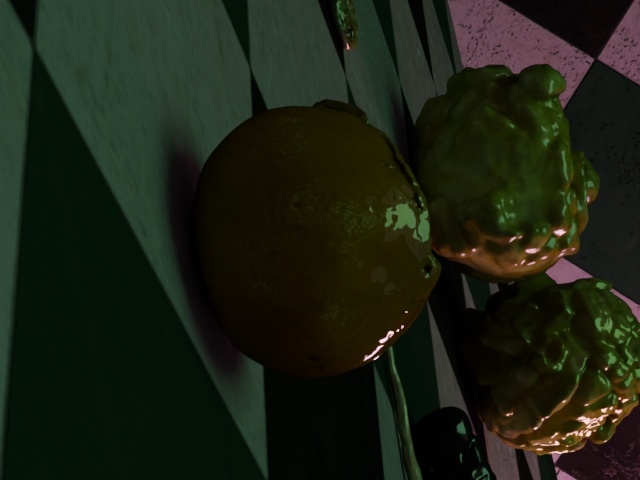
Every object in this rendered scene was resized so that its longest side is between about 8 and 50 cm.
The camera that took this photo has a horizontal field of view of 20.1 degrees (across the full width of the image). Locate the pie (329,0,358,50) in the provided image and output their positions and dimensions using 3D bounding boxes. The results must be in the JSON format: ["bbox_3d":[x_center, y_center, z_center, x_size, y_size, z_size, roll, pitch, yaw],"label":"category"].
[{"bbox_3d":[0.021,-0.230,1.783,0.085,0.017,0.085,-12,90,-79],"label":"pie"}]

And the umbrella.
[{"bbox_3d":[0.161,0.323,1.708,0.113,0.106,0.358,-104,172,-76],"label":"umbrella"}]

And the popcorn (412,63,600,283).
[{"bbox_3d":[0.219,-0.080,2.134,0.242,0.235,0.250,156,-58,-76],"label":"popcorn"}]

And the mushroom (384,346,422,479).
[{"bbox_3d":[0.076,0.174,1.566,0.028,0.026,0.286,10,69,-63],"label":"mushroom"}]

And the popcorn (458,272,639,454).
[{"bbox_3d":[0.279,0.147,2.263,0.212,0.259,0.259,4,72,-65],"label":"popcorn"}]

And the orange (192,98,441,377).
[{"bbox_3d":[0.000,0.000,1.001,0.154,0.134,0.155,-5,90,-79],"label":"orange"}]
